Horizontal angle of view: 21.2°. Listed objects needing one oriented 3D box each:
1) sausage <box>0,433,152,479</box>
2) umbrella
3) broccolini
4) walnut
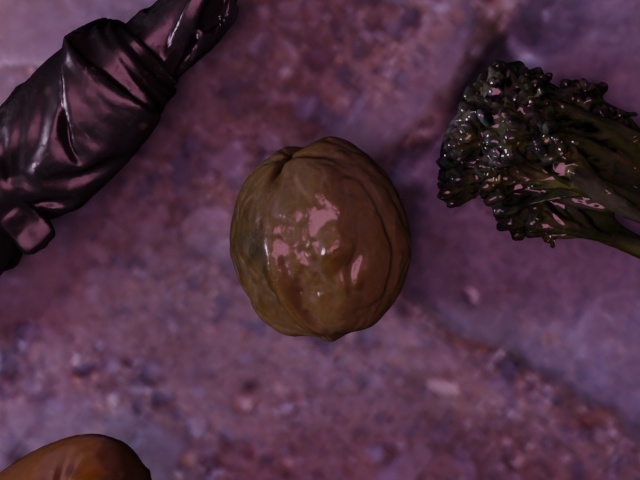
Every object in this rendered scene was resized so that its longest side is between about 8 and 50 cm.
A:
[{"bbox_3d":[-0.199,0.303,0.804,0.123,0.136,0.501,25,100,-8],"label":"sausage"},{"bbox_3d":[-0.130,-0.042,0.786,0.235,0.059,0.066,-43,107,13],"label":"umbrella"},{"bbox_3d":[0.240,0.005,0.724,0.392,0.074,0.079,15,107,8],"label":"broccolini"},{"bbox_3d":[0.000,0.000,0.760,0.092,0.092,0.092,1,98,9],"label":"walnut"}]
